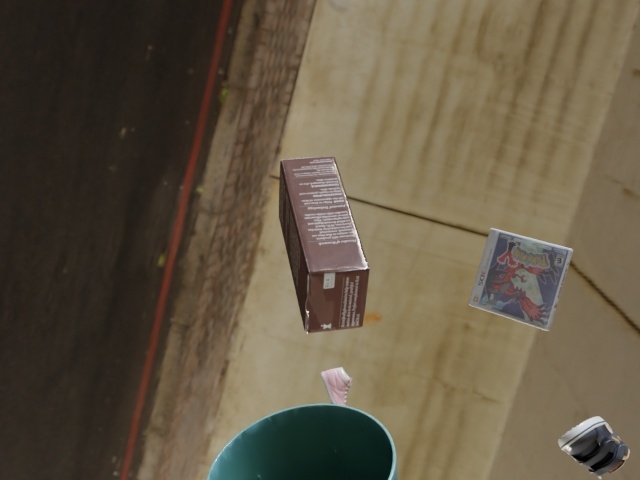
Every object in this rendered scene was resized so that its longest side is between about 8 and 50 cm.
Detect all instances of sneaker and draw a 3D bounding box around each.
[{"bbox_3d":[0.727,0.543,2.309,0.126,0.127,0.321,-41,150,18],"label":"sneaker"},{"bbox_3d":[0.055,0.378,2.191,0.051,0.070,0.134,85,-16,-82],"label":"sneaker"}]

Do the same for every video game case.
[{"bbox_3d":[0.437,0.083,1.947,0.023,0.201,0.183,13,93,-51],"label":"video game case"}]

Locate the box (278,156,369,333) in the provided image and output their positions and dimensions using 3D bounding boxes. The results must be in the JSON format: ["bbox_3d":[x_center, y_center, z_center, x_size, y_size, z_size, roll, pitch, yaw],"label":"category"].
[{"bbox_3d":[0.000,0.000,1.974,0.381,0.143,0.191,-102,-168,-45],"label":"box"}]

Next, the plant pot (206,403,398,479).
[{"bbox_3d":[-0.006,0.437,1.370,0.293,0.293,0.235,-69,149,-57],"label":"plant pot"}]
